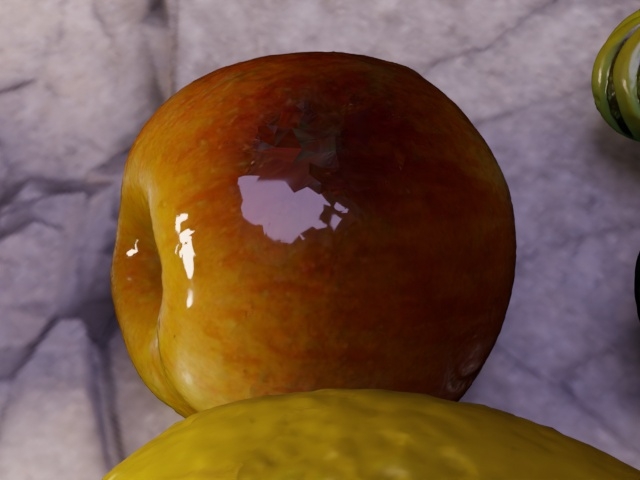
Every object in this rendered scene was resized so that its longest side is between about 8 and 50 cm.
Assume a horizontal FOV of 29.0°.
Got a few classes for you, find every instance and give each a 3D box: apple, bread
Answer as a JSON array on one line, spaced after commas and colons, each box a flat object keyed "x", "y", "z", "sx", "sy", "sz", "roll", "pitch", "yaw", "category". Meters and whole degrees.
[{"x": 0.000, "y": 0.000, "z": 0.555, "sx": 0.173, "sy": 0.160, "sz": 0.195, "roll": -1, "pitch": 62, "yaw": -27, "category": "apple"}, {"x": 0.203, "y": -0.094, "z": 0.620, "sx": 0.130, "sy": 0.071, "sz": 0.139, "roll": -5, "pitch": 23, "yaw": 41, "category": "bread"}]

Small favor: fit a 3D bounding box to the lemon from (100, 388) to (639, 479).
[{"x": 0.031, "y": 0.173, "z": 0.375, "sx": 0.284, "sy": 0.260, "sz": 0.260, "roll": 43, "pitch": 64, "yaw": -4, "category": "lemon"}]

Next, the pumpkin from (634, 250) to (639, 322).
[{"x": 0.223, "y": 0.025, "z": 0.541, "sx": 0.167, "sy": 0.125, "sz": 0.167, "roll": -15, "pitch": 31, "yaw": 9, "category": "pumpkin"}]
